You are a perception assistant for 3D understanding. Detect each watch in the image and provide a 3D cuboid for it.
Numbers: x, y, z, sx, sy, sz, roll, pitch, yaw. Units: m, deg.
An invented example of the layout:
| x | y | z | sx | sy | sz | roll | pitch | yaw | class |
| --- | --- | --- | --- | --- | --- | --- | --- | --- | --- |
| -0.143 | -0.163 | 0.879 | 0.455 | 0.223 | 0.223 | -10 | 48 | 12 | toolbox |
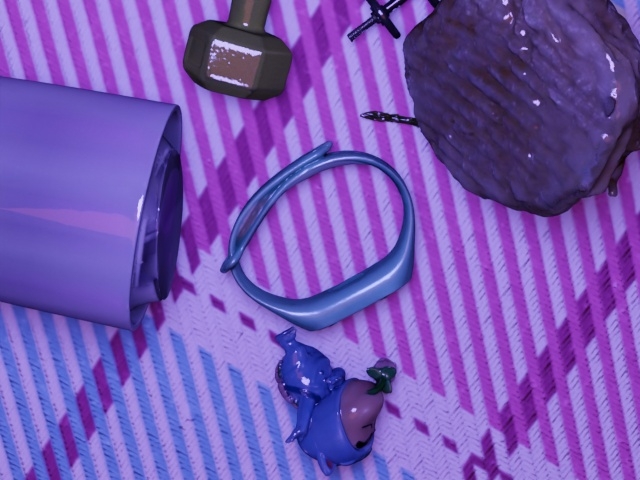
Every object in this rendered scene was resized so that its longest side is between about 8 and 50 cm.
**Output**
| x | y | z | sx | sy | sz | roll | pitch | yaw | class |
| --- | --- | --- | --- | --- | --- | --- | --- | --- | --- |
| 0.000 | 0.000 | 1.644 | 0.237 | 0.068 | 0.195 | -29 | 99 | 6 | watch |

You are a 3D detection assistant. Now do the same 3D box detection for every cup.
| x | y | z | sx | sy | sz | roll | pitch | yaw | class |
| --- | --- | --- | --- | --- | --- | --- | --- | --- | --- |
| -0.333 | -0.057 | 1.546 | 0.372 | 0.253 | 0.253 | 12 | 102 | 1 | cup |

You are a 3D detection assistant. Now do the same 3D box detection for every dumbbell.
| x | y | z | sx | sy | sz | roll | pitch | yaw | class |
| --- | --- | --- | --- | --- | --- | --- | --- | --- | --- |
| -0.067 | -0.308 | 1.556 | 0.108 | 0.121 | 0.302 | 6 | 104 | -30 | dumbbell |
| 0.090 | -0.271 | 1.582 | 0.147 | 0.069 | 0.069 | -36 | 99 | 7 | dumbbell |

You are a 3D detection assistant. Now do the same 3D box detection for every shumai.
| x | y | z | sx | sy | sz | roll | pitch | yaw | class |
| --- | --- | --- | --- | --- | --- | --- | --- | --- | --- |
| 0.269 | -0.180 | 1.553 | 0.314 | 0.262 | 0.267 | 26 | 120 | 40 | shumai |

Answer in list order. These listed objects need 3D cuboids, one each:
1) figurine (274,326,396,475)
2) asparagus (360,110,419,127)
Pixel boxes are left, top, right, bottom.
| x | y | z | sx | sy | sz | roll | pitch | yaw | class |
| --- | --- | --- | --- | --- | --- | --- | --- | --- | --- |
| 0.018 | 0.176 | 1.666 | 0.144 | 0.114 | 0.178 | -31 | 92 | 12 | figurine |
| 0.127 | -0.139 | 1.639 | 0.163 | 0.016 | 0.016 | 5 | 129 | 0 | asparagus |
